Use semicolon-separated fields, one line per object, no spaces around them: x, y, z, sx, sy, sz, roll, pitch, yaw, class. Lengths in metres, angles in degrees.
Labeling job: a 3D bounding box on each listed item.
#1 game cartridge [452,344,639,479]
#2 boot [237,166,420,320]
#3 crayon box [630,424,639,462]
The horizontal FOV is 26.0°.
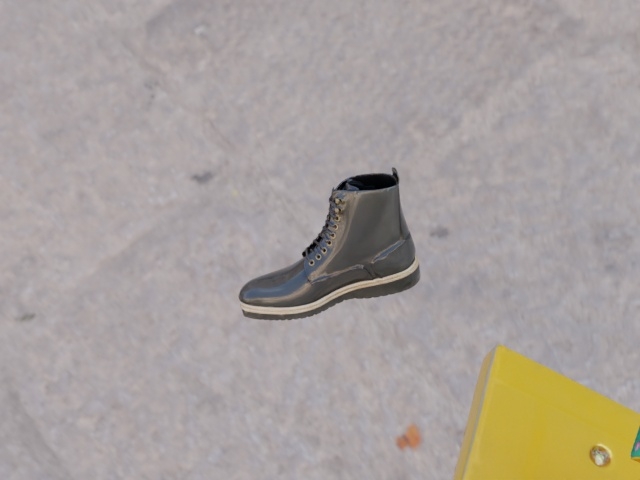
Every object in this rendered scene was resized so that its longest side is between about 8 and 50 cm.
0.264;0.291;1.415;0.285;0.052;0.323;27;47;-4;game cartridge
0.000;0.000;1.464;0.198;0.137;0.077;-16;33;-8;boot
0.394;0.176;1.187;0.165;0.278;0.081;21;79;-2;crayon box
